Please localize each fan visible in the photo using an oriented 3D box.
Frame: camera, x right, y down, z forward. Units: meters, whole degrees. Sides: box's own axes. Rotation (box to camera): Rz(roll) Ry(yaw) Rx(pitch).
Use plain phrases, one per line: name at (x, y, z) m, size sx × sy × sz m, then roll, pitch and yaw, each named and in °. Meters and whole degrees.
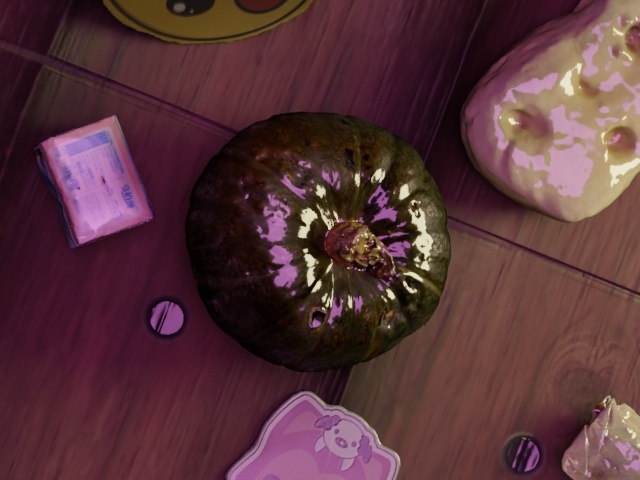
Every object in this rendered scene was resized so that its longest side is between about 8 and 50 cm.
fan at (-0.045, -0.247, 1.499) m, size 0.335 × 0.229 × 0.011 m, roll -7°, pitch 51°, yaw -6°
fan at (-0.030, 0.238, 1.572) m, size 0.132 × 0.009 × 0.220 m, roll 37°, pitch 82°, yaw -6°

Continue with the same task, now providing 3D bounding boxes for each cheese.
cheese at (0.246, -0.130, 1.595) m, size 0.263 × 0.093 × 0.159 m, roll -39°, pitch 93°, yaw -9°

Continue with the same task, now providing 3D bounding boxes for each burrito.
burrito at (0.329, 0.245, 1.612) m, size 0.275 × 0.059 × 0.082 m, roll 38°, pitch 89°, yaw -6°

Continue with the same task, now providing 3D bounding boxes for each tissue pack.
tissue pack at (-0.188, -0.049, 1.532) m, size 0.074 × 0.059 × 0.094 m, roll -20°, pitch 92°, yaw -13°

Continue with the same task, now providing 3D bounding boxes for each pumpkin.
pumpkin at (0.000, 0.000, 1.514) m, size 0.224 × 0.157 × 0.223 m, roll 1°, pitch 89°, yaw -21°
